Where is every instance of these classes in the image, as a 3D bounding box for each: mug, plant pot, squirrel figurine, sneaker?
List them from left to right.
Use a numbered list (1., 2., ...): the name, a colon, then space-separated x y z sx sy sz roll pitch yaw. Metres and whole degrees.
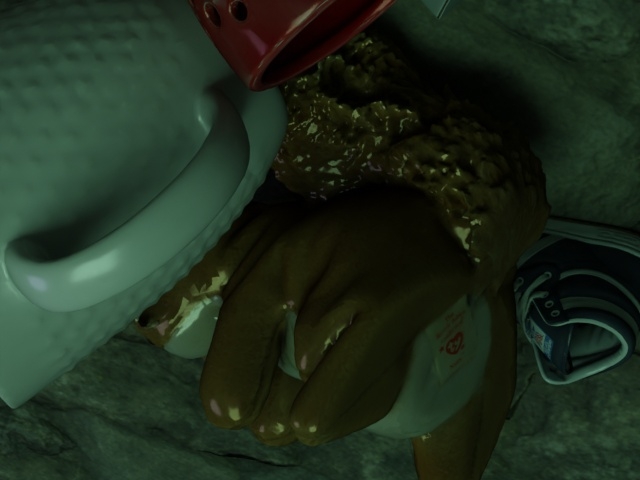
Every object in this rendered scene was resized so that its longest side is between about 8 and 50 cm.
1. mug: -0.185 -0.054 1.396 0.276 0.328 0.374 57 170 -27
2. plant pot: -0.029 -0.234 1.306 0.174 0.191 0.191 52 133 2
3. squirrel figurine: 0.000 0.000 1.624 0.370 0.397 0.281 25 -177 39
4. sneaker: 0.181 0.050 1.684 0.282 0.153 0.099 7 135 14

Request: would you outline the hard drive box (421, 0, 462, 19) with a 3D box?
1. hard drive box: 0.076 -0.302 1.194 0.232 0.181 0.089 48 167 4
